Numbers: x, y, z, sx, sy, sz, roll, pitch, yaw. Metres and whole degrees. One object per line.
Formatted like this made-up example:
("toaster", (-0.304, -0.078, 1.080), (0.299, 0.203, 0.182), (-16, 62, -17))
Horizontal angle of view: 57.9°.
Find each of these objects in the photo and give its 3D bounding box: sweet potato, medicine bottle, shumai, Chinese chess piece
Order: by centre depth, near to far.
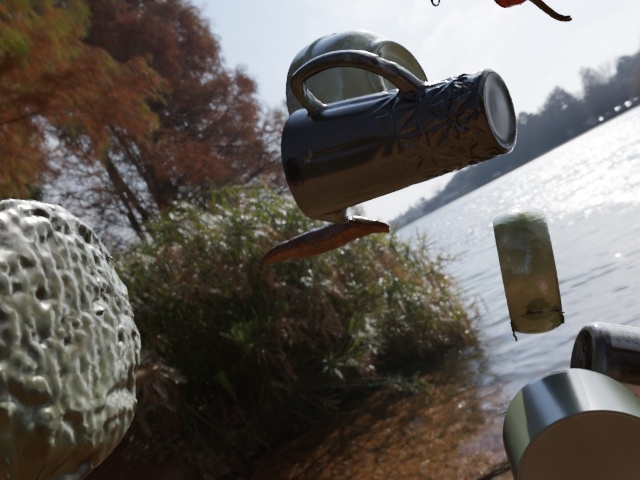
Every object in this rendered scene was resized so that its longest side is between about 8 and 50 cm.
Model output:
("shumai", (-0.368, 0.117, 0.583), (0.289, 0.291, 0.330), (-23, 6, 8))
("medicine bottle", (0.606, 0.244, 1.030), (0.274, 0.164, 0.165), (9, 2, 7))
("Chinese chess piece", (0.369, 0.056, 1.032), (0.093, 0.237, 0.238), (-9, 3, 17))
("sweet potato", (0.000, 0.000, 1.300), (0.315, 0.066, 0.072), (-19, -9, 9))

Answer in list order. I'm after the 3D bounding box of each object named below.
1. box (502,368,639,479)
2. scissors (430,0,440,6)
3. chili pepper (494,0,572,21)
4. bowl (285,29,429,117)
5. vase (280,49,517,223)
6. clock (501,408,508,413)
("box", (0.401, 0.325, 0.875), (0.226, 0.226, 0.149), (-28, 6, 13))
("scissors", (0.194, -0.403, 0.919), (0.014, 0.058, 0.119), (0, 21, 34))
("chili pepper", (0.428, -0.595, 1.289), (0.135, 0.338, 0.131), (-14, 29, 42))
("bowl", (0.096, -0.261, 1.088), (0.163, 0.306, 0.307), (-21, 2, 44))
("vase", (0.087, -0.139, 0.754), (0.301, 0.251, 0.156), (-9, 35, 39))
("clock", (0.440, 0.367, 1.169), (0.101, 0.135, 0.041), (73, -138, -81))
